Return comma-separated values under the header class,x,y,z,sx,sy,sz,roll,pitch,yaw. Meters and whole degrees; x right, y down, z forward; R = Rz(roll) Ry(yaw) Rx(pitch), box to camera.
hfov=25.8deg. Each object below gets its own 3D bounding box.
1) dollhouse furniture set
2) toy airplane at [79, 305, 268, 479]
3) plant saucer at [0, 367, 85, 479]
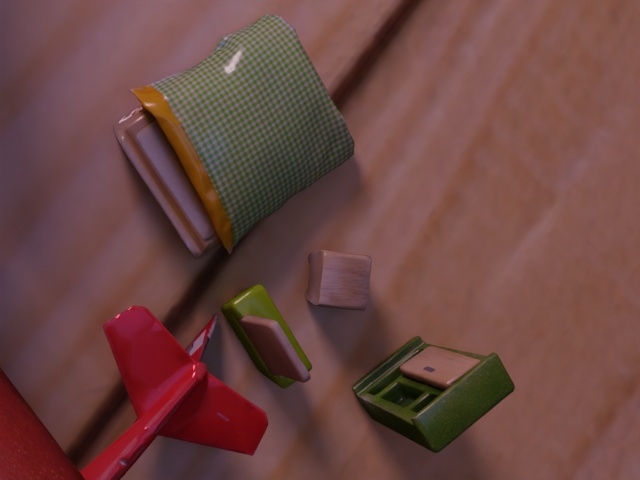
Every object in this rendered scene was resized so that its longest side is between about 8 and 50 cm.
class,x,y,z,sx,sy,sz,roll,pitch,yaw
dollhouse furniture set,0.000,0.000,0.474,0.076,0.058,0.151,-36,104,-17
toy airplane,-0.077,0.086,0.464,0.151,0.028,0.151,-1,94,-22
plant saucer,-0.134,0.186,0.387,0.258,0.048,0.259,-39,102,-22
